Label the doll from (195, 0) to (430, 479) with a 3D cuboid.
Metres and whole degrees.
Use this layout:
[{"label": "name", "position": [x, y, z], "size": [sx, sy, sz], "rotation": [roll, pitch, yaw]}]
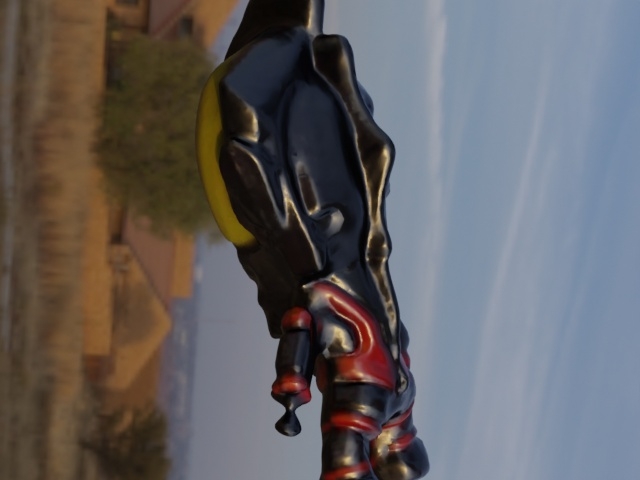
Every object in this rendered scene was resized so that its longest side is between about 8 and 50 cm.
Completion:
[{"label": "doll", "position": [-0.003, 0.001, 0.580], "size": [0.127, 0.088, 0.249], "rotation": [-111, -171, -83]}]
